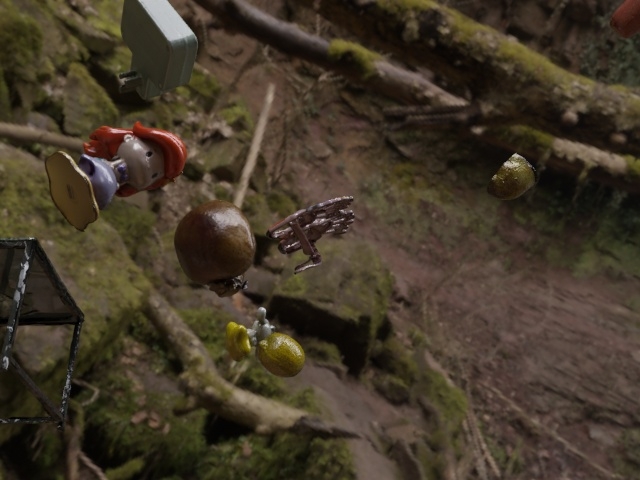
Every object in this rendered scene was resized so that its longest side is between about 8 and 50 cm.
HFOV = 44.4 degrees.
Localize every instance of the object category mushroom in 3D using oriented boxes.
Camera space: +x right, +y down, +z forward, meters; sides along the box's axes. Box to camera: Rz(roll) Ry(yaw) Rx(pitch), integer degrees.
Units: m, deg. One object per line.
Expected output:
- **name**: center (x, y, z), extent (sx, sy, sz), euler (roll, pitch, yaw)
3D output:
- **mushroom**: center (-0.301, 0.026, 2.253), extent (0.283, 0.263, 0.195), euler (63, 25, 2)

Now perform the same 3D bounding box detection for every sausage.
- **sausage**: center (0.602, -0.438, 1.437), extent (0.062, 0.154, 0.062), euler (40, 21, -18)

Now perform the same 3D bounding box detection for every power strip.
- **power strip**: center (-0.435, -0.471, 1.978), extent (0.229, 0.141, 0.261), euler (53, -34, 18)

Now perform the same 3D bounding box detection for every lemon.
- **lemon**: center (-0.078, 0.223, 1.536), extent (0.110, 0.082, 0.082), euler (42, -12, -33)

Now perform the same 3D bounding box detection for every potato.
- **potato**: center (0.427, -0.124, 1.749), extent (0.066, 0.103, 0.096), euler (37, -18, 34)

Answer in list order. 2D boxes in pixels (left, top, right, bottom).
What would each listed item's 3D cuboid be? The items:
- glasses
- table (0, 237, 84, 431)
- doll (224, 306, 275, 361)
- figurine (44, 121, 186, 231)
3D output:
- **glasses**: center (0.002, -0.009, 1.401), extent (0.095, 0.162, 0.255), euler (56, 0, 12)
- **table**: center (-0.641, 0.198, 1.556), extent (0.222, 0.272, 0.335), euler (-2, -33, 2)
- **doll**: center (-0.143, 0.202, 1.671), extent (0.113, 0.135, 0.071), euler (8, 25, -43)
- **figurine**: center (-0.424, -0.154, 1.619), extent (0.208, 0.257, 0.181), euler (-29, -87, 47)
